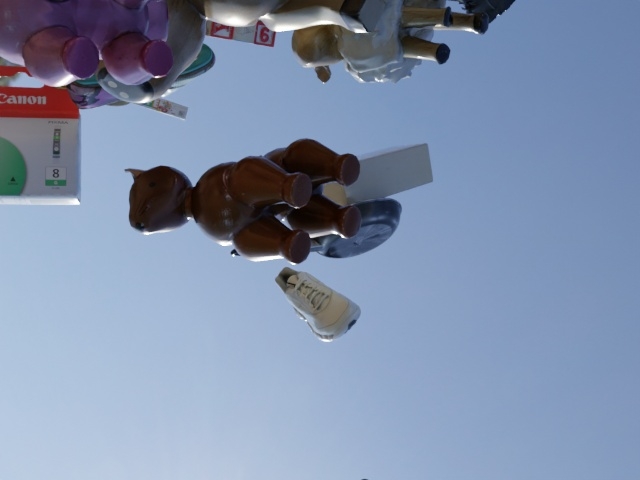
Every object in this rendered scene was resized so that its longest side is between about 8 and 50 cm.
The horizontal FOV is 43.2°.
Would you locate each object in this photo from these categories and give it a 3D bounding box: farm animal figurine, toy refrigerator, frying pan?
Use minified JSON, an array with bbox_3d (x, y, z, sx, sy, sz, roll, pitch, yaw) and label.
[{"bbox_3d":[-0.068,-0.166,0.441,0.172,0.330,0.326,15,-126,37],"label":"farm animal figurine"},{"bbox_3d":[0.103,-0.126,1.629,0.102,0.270,0.094,0,-76,45],"label":"toy refrigerator"},{"bbox_3d":[0.016,-0.015,1.520,0.197,0.326,0.053,-48,-124,47],"label":"frying pan"}]

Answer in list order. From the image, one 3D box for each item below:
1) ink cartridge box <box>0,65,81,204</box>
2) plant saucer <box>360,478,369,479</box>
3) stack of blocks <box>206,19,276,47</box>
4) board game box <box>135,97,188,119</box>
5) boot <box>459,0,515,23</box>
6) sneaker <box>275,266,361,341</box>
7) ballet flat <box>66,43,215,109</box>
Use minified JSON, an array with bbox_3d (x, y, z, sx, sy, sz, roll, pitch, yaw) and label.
[{"bbox_3d":[-0.449,-0.165,1.200,0.056,0.181,0.224,136,-48,-73],"label":"ink cartridge box"},{"bbox_3d":[0.077,0.452,1.387,0.015,0.083,0.083,-24,-111,30],"label":"plant saucer"},{"bbox_3d":[-0.220,-0.443,1.573,0.297,0.171,0.087,32,-64,58],"label":"stack of blocks"},{"bbox_3d":[-0.352,-0.280,1.600,0.103,0.154,0.026,27,-79,53],"label":"board game box"},{"bbox_3d":[0.245,-0.374,1.158,0.121,0.099,0.045,-34,-149,22],"label":"boot"},{"bbox_3d":[-0.015,0.133,1.773,0.110,0.118,0.292,-47,-154,-11],"label":"sneaker"},{"bbox_3d":[-0.267,-0.243,1.212,0.079,0.222,0.076,102,-33,-57],"label":"ballet flat"}]
